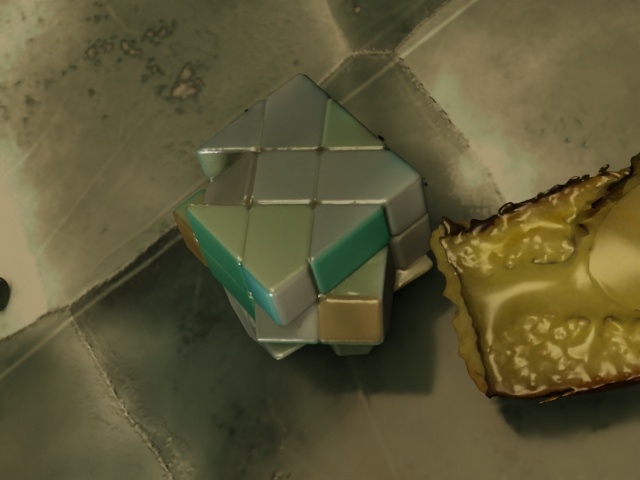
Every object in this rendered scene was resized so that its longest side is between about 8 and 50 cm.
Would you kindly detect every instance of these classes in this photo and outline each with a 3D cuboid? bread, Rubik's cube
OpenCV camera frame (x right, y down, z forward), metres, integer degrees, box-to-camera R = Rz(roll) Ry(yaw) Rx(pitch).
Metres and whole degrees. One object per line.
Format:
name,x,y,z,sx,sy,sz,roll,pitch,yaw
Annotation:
bread,0.245,0.046,1.281,0.262,0.162,0.204,-17,72,4
Rubik's cube,0.000,0.000,1.339,0.224,0.213,0.265,-36,58,-14

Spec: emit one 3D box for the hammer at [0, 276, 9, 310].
hammer,-0.424,0.136,1.485,0.159,0.041,0.226,5,76,15
